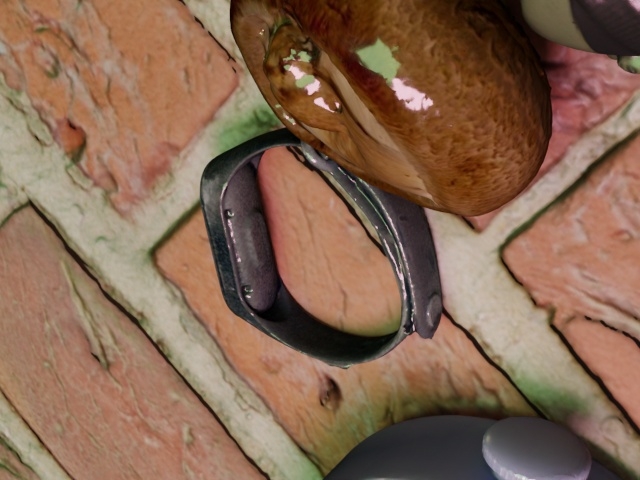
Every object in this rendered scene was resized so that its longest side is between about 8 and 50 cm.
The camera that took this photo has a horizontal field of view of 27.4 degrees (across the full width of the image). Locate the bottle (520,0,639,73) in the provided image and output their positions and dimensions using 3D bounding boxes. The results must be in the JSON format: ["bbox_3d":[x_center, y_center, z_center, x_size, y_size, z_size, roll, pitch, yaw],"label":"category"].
[{"bbox_3d":[0.278,-0.164,0.751,0.347,0.168,0.168,11,115,34],"label":"bottle"}]

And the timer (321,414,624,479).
[{"bbox_3d":[0.126,0.313,1.046,0.395,0.173,0.395,14,117,29],"label":"timer"}]

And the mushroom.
[{"bbox_3d":[0.049,-0.118,0.887,0.253,0.253,0.153,40,82,12],"label":"mushroom"}]

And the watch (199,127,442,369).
[{"bbox_3d":[0.000,0.000,1.060,0.193,0.068,0.206,4,116,28],"label":"watch"}]
